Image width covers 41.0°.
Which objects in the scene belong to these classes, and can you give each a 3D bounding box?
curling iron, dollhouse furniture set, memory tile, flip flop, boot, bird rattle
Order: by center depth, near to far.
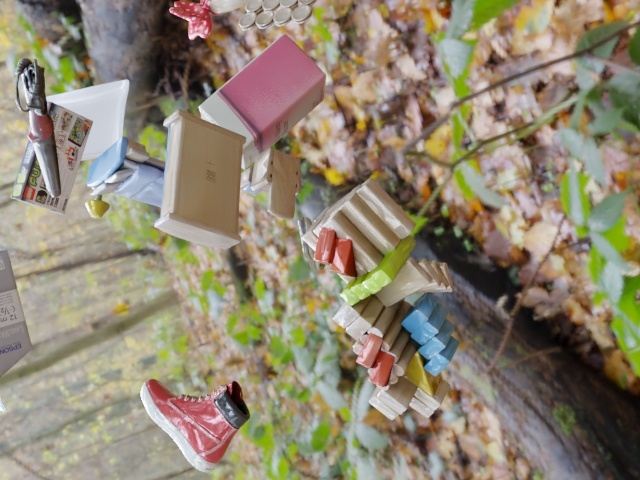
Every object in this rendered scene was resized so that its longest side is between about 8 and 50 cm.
[{"bbox_3d":[-0.367,-0.136,1.117,0.274,0.035,0.068,111,158,-60],"label":"curling iron"},{"bbox_3d":[-0.069,-0.418,1.503,0.012,0.148,0.113,52,-133,-49],"label":"memory tile"},{"bbox_3d":[-0.239,-0.049,1.519,0.303,0.286,0.198,-24,56,45],"label":"dollhouse furniture set"},{"bbox_3d":[-0.251,0.324,1.745,0.244,0.176,0.088,39,-170,29],"label":"boot"},{"bbox_3d":[-0.209,-0.558,1.886,0.143,0.207,0.253,61,-141,-29],"label":"bird rattle"},{"bbox_3d":[0.000,0.000,1.957,0.277,0.080,0.112,64,-170,-77],"label":"flip flop"}]

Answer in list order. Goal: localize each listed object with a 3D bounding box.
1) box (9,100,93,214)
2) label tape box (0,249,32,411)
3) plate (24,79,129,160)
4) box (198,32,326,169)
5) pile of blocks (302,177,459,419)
[{"bbox_3d":[-0.544,-0.167,1.737,0.036,0.207,0.114,11,172,36],"label":"box"},{"bbox_3d":[-0.768,0.202,1.975,0.249,0.115,0.348,-5,101,53],"label":"label tape box"},{"bbox_3d":[-0.642,-0.299,2.280,0.045,0.278,0.277,70,-169,-51],"label":"plate"},{"bbox_3d":[-0.114,-0.276,1.721,0.127,0.232,0.148,46,171,6],"label":"box"},{"bbox_3d":[0.091,0.104,1.086,0.149,0.112,0.362,-6,122,35],"label":"pile of blocks"}]
